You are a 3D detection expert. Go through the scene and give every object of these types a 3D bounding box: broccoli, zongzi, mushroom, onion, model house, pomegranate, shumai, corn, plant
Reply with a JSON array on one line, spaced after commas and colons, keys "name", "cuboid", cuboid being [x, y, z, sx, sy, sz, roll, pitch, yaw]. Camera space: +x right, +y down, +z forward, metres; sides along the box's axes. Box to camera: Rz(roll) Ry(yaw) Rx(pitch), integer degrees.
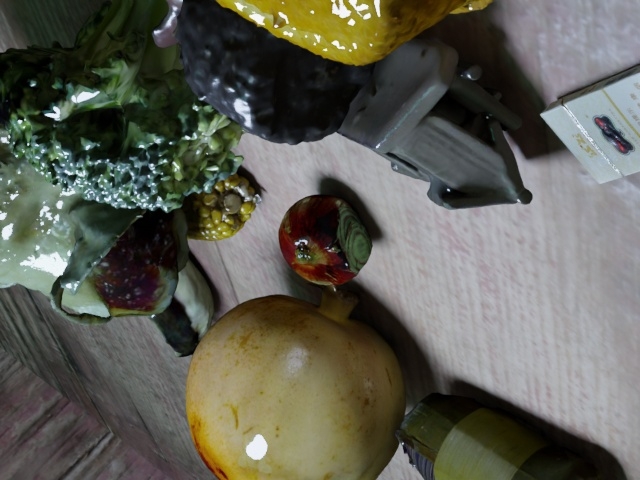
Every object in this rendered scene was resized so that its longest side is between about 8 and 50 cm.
[{"name": "broccoli", "cuboid": [-0.214, -0.166, 1.783, 0.277, 0.338, 0.317, 31, 141, 9]}, {"name": "zongzi", "cuboid": [0.265, 0.354, 2.088, 0.289, 0.154, 0.317, 33, 162, 48]}, {"name": "mushroom", "cuboid": [-0.297, 0.037, 2.564, 0.344, 0.130, 0.247, 45, 175, 3]}, {"name": "onion", "cuboid": [0.000, 0.000, 1.957, 0.118, 0.118, 0.117, 5, 113, 59]}, {"name": "model house", "cuboid": [0.117, -0.106, 1.555, 0.188, 0.122, 0.229, 39, 176, -21]}, {"name": "pomegranate", "cuboid": [-0.030, 0.206, 2.150, 0.319, 0.319, 0.319, 37, 157, 19]}, {"name": "shumai", "cuboid": [-0.328, -0.037, 2.081, 0.348, 0.395, 0.395, 45, 159, 9]}, {"name": "corn", "cuboid": [-0.189, -0.048, 2.231, 0.102, 0.102, 0.313, 52, 158, -17]}, {"name": "plant", "cuboid": [-0.064, -0.208, 1.557, 0.234, 0.178, 0.204, 38, -164, 37]}]

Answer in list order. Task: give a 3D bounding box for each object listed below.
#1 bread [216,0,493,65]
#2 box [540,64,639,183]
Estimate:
[{"name": "bread", "cuboid": [-0.014, -0.312, 1.302, 0.358, 0.204, 0.337, 37, 152, 25]}, {"name": "box", "cuboid": [0.271, -0.103, 1.400, 0.090, 0.024, 0.167, 48, 157, -9]}]
